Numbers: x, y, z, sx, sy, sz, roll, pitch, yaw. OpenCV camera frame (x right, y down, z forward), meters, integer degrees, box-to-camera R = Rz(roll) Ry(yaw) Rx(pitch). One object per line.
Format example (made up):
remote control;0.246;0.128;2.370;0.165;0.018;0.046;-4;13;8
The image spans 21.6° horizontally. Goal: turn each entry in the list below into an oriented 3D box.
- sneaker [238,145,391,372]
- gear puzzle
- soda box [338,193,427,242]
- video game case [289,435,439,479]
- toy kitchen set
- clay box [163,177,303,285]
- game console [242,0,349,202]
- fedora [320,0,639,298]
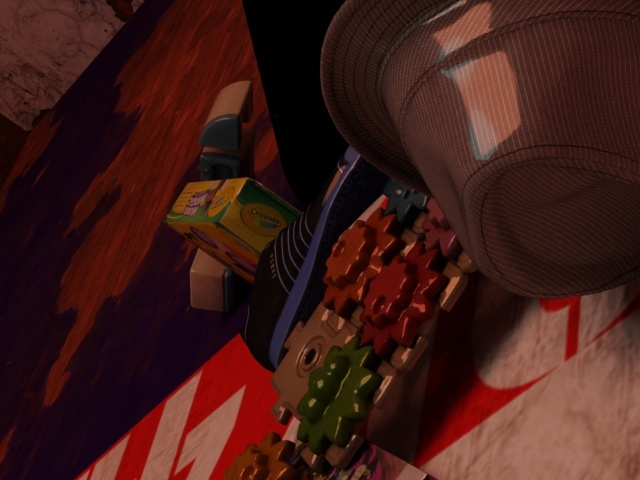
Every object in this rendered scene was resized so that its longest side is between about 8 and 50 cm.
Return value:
sneaker;0.000;0.000;1.379;0.090;0.081;0.232;34;99;51
gear puzzle;0.012;0.063;1.176;0.339;0.044;0.175;-57;25;5
soda box;0.102;-0.030;1.258;0.216;0.069;0.074;-44;20;29
video game case;-0.014;0.228;1.123;0.210;0.042;0.232;-55;17;-7
toy kitchen set;-0.038;-0.035;1.661;0.122;0.166;0.207;-73;-12;-47
clay box;-0.053;-0.001;1.517;0.053;0.127;0.222;-57;17;-10
game console;0.061;-0.144;1.421;0.044;0.213;0.361;-20;10;-34
fedora;0.137;-0.053;0.948;0.244;0.275;0.124;-23;56;23
